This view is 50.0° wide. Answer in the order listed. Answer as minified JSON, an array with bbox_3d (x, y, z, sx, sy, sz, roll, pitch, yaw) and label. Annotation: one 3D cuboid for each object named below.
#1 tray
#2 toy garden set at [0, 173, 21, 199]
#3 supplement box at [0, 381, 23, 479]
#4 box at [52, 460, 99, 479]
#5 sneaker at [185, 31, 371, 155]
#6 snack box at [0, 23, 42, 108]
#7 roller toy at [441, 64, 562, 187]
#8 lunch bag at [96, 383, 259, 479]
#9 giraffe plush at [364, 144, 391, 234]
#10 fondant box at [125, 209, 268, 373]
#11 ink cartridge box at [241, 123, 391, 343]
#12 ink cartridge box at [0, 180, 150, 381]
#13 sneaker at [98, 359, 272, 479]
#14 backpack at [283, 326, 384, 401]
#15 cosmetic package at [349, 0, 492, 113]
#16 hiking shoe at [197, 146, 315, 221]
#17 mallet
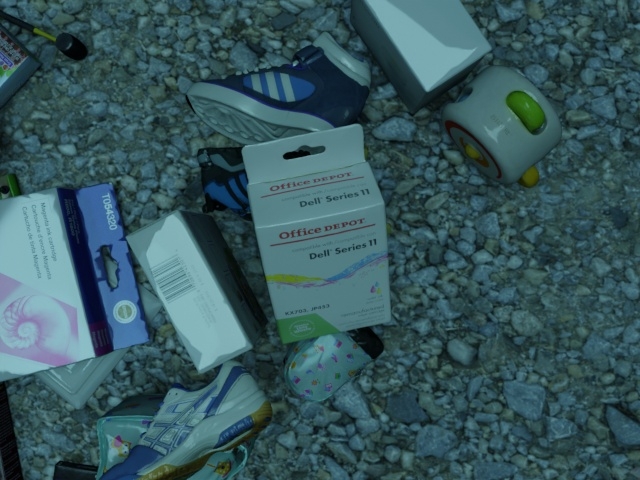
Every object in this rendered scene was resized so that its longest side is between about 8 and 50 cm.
[{"bbox_3d":[-0.444,0.183,1.329,0.145,0.030,0.270,39,91,1],"label":"tray"},{"bbox_3d":[-0.682,0.001,1.309,0.244,0.049,0.203,-16,91,-4],"label":"toy garden set"},{"bbox_3d":[-0.662,0.381,1.310,0.130,0.073,0.239,-10,91,0],"label":"supplement box"},{"bbox_3d":[-0.466,0.517,1.332,0.116,0.029,0.162,8,89,0],"label":"box"},{"bbox_3d":[-0.065,-0.297,1.295,0.323,0.130,0.236,18,65,20],"label":"sneaker"},{"bbox_3d":[-0.672,-0.351,1.305,0.207,0.070,0.174,45,92,1],"label":"snack box"},{"bbox_3d":[0.321,-0.202,1.244,0.146,0.209,0.191,-43,51,0],"label":"roller toy"},{"bbox_3d":[-0.243,0.353,1.232,0.262,0.223,0.160,-2,88,0],"label":"lunch bag"},{"bbox_3d":[0.040,-0.055,1.267,0.170,0.181,0.210,47,55,-24],"label":"giraffe plush"},{"bbox_3d":[-0.195,0.075,1.176,0.096,0.330,0.238,-28,90,1],"label":"fondant box"},{"bbox_3d":[0.000,0.000,1.127,0.207,0.119,0.353,-12,133,-3],"label":"ink cartridge box"},{"bbox_3d":[-0.516,0.076,1.264,0.330,0.071,0.324,-14,88,-6],"label":"ink cartridge box"},{"bbox_3d":[-0.226,0.302,1.089,0.296,0.112,0.131,-30,67,-7],"label":"sneaker"},{"bbox_3d":[0.011,0.212,1.285,0.182,0.115,0.152,-42,92,2],"label":"backpack"},{"bbox_3d":[0.167,-0.369,1.224,0.138,0.225,0.224,-34,90,0],"label":"cosmetic package"},{"bbox_3d":[-0.101,-0.099,1.242,0.304,0.113,0.132,10,105,43],"label":"hiking shoe"},{"bbox_3d":[-0.541,-0.400,1.308,0.190,0.062,0.039,26,89,0],"label":"mallet"}]
